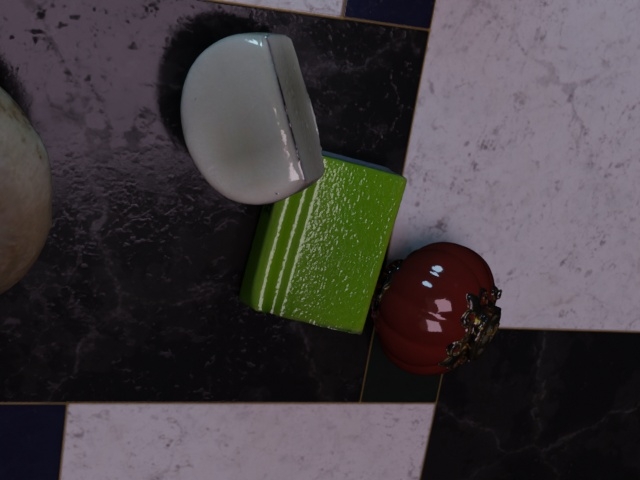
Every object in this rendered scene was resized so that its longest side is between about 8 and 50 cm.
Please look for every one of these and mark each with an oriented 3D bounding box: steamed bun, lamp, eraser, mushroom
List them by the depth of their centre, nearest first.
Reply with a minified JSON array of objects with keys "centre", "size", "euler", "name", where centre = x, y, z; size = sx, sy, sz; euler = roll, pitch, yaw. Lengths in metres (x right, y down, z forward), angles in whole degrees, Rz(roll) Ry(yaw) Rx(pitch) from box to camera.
[{"centre":[-0.517,-0.087,1.361],"size":[0.362,0.294,0.362],"euler":[4,124,6],"name":"mushroom"},{"centre":[-0.103,-0.171,1.494],"size":[0.164,0.146,0.241],"euler":[-14,95,19],"name":"steamed bun"},{"centre":[0.000,0.000,1.649],"size":[0.210,0.092,0.274],"euler":[13,102,-23],"name":"eraser"},{"centre":[0.182,0.107,1.693],"size":[0.227,0.227,0.227],"euler":[-6,110,-17],"name":"lamp"}]
